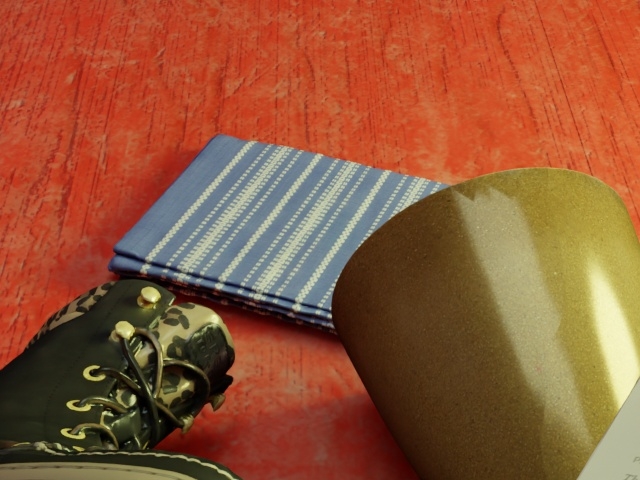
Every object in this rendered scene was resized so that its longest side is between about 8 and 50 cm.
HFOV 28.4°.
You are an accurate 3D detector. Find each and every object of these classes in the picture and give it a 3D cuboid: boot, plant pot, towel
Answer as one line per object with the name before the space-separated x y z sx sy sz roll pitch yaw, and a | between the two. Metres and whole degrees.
boot | -0.144 0.136 0.836 0.377 0.138 0.284 -19 19 37
plant pot | 0.151 0.122 0.880 0.237 0.237 0.254 -9 51 -10
towel | 0.000 0.000 1.176 0.336 0.040 0.243 15 39 16

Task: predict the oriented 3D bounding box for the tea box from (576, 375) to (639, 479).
tea box | 0.279 0.253 0.561 0.329 0.324 0.220 11 38 33
